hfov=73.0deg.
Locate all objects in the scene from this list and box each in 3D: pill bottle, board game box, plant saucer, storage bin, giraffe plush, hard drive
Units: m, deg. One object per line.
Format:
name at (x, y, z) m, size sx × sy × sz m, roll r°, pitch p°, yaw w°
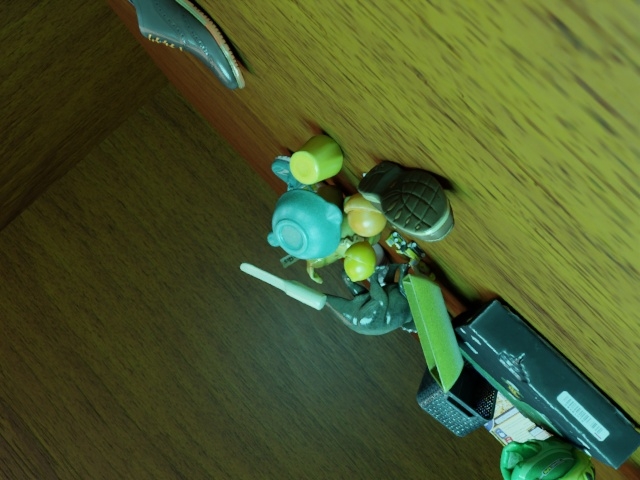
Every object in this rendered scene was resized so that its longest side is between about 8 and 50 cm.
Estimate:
pill bottle at (0.142, 0.066, 1.107) m, size 0.078 × 0.078 × 0.137 m, roll 44°, pitch 177°, yaw 39°
board game box at (0.445, 0.408, 0.947) m, size 0.193 × 0.045 × 0.146 m, roll 46°, pitch 139°, yaw 20°
plant saucer at (0.194, 0.146, 0.746) m, size 0.188 × 0.045 × 0.188 m, roll 44°, pitch -150°, yaw -79°
storage bin at (0.287, 0.287, 0.887) m, size 0.122 × 0.084 × 0.180 m, roll 38°, pitch -142°, yaw 5°
giraffe plush at (0.041, -0.018, 0.842) m, size 0.171 × 0.210 × 0.181 m, roll -11°, pitch 123°, yaw 51°
hard drive at (0.318, 0.211, 0.700) m, size 0.237 × 0.064 × 0.339 m, roll 46°, pitch 176°, yaw 17°

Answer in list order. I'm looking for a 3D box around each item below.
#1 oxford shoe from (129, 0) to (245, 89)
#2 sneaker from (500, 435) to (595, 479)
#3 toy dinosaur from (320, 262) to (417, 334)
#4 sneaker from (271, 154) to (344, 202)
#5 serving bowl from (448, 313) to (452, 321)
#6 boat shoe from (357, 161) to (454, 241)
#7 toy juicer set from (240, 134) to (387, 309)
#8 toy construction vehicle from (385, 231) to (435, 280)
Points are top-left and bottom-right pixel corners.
oxford shoe at (-0.238, -0.349, 0.719) m, size 0.271 × 0.098 × 0.097 m, roll 47°, pitch 177°, yaw -14°
sneaker at (0.364, 0.361, 0.705) m, size 0.124 × 0.109 × 0.296 m, roll 12°, pitch 169°, yaw 28°
toy dinosaur at (0.126, 0.130, 0.891) m, size 0.121 × 0.314 × 0.160 m, roll -12°, pitch 84°, yaw 64°
sneaker at (-0.039, -0.108, 1.041) m, size 0.275 × 0.110 × 0.107 m, roll 46°, pitch 177°, yaw 28°
serving bowl at (0.283, 0.173, 1.025) m, size 0.083 × 0.027 × 0.083 m, roll 47°, pitch 178°, yaw 2°
boat shoe at (0.101, -0.040, 0.484) m, size 0.060 × 0.064 × 0.178 m, roll 43°, pitch -175°, yaw -25°
toy juicer set at (0.000, 0.000, 0.744) m, size 0.209 × 0.089 × 0.328 m, roll 39°, pitch 132°, yaw 8°
toy construction vehicle at (0.161, 0.030, 0.781) m, size 0.098 × 0.035 × 0.086 m, roll 47°, pitch 177°, yaw -9°
